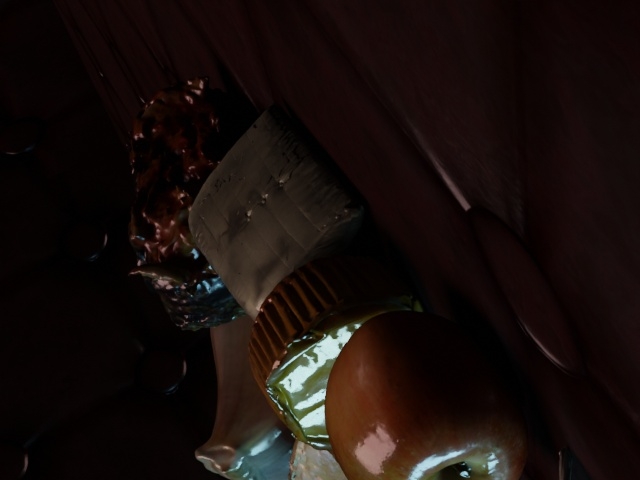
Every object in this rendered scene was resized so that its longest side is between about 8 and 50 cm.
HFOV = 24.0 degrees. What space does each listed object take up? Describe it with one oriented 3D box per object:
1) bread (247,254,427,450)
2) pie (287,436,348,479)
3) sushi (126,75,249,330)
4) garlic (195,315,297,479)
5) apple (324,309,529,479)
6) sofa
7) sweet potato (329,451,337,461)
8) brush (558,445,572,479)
[{"bbox_3d":[0.021,0.108,1.516,0.104,0.199,0.199,55,171,46],"label":"bread"},{"bbox_3d":[0.096,0.304,1.796,0.337,0.075,0.337,25,138,25],"label":"pie"},{"bbox_3d":[-0.154,-0.038,1.847,0.182,0.196,0.343,56,-166,-45],"label":"sushi"},{"bbox_3d":[-0.043,0.173,2.085,0.231,0.246,0.340,34,-148,-45],"label":"garlic"},{"bbox_3d":[0.088,0.153,1.338,0.199,0.199,0.199,58,172,13],"label":"apple"},{"bbox_3d":[0.000,0.000,1.634,0.225,0.176,0.210,27,-161,-45],"label":"sofa"},{"bbox_3d":[0.039,0.196,1.647,0.355,0.106,0.095,32,158,37],"label":"sweet potato"},{"bbox_3d":[0.193,0.314,1.234,0.103,0.013,0.272,73,-156,-58],"label":"brush"}]
